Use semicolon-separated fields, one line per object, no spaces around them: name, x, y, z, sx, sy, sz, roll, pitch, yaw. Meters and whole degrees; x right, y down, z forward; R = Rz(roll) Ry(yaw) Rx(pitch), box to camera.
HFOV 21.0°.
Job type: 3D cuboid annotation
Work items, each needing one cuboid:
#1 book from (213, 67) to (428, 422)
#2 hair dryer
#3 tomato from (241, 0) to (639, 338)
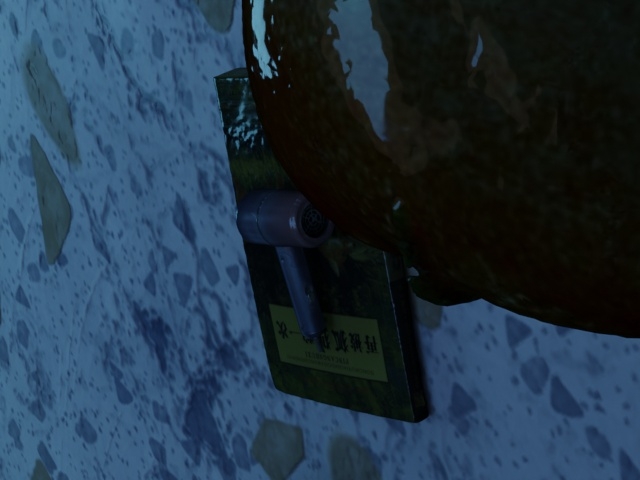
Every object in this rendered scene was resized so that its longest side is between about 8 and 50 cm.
book;0.000;0.000;1.135;0.160;0.024;0.228;8;111;54
hair dryer;-0.011;0.022;1.113;0.063;0.037;0.114;6;117;52
tomato;0.124;-0.105;0.634;0.303;0.303;0.239;29;121;49
